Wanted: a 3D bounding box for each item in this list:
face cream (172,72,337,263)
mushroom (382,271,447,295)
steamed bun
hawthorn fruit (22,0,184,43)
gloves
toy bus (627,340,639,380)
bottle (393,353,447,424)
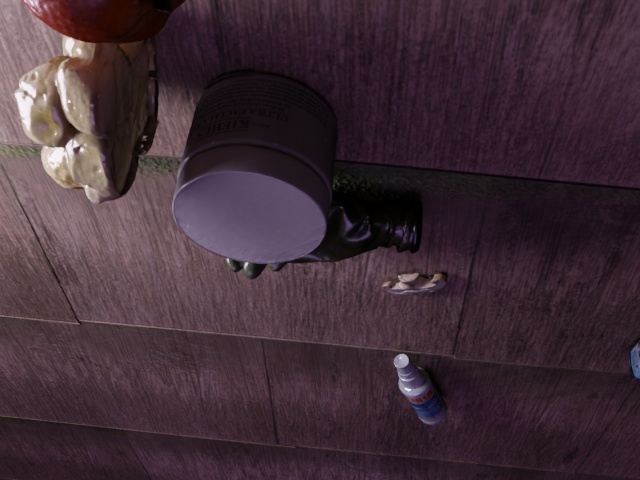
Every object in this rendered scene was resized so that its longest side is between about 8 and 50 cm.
[{"bbox_3d":[-0.072,-0.082,1.036,0.177,0.153,0.177,4,146,3],"label":"face cream"},{"bbox_3d":[0.141,0.065,1.339,0.101,0.019,0.049,-11,142,25],"label":"mushroom"},{"bbox_3d":[-0.244,-0.150,0.943,0.106,0.177,0.192,8,143,4],"label":"steamed bun"},{"bbox_3d":[-0.199,-0.278,0.757,0.225,0.196,0.196,40,145,5],"label":"hawthorn fruit"},{"bbox_3d":[0.002,-0.013,1.172,0.268,0.107,0.135,-10,155,-4],"label":"gloves"},{"bbox_3d":[0.554,0.187,1.409,0.123,0.060,0.075,6,143,-1],"label":"toy bus"},{"bbox_3d":[0.173,0.260,1.600,0.060,0.060,0.217,-6,143,20],"label":"bottle"}]
